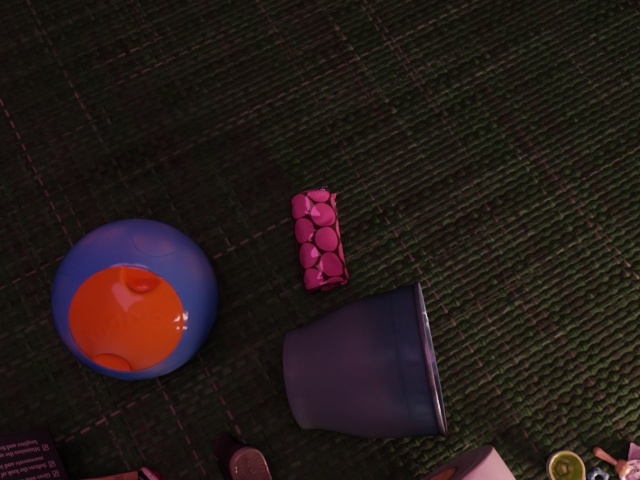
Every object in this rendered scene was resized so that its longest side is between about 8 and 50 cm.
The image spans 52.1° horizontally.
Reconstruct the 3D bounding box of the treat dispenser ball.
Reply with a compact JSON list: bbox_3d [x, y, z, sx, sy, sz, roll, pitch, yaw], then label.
[{"bbox_3d":[-0.328,0.104,1.173,0.289,0.288,0.287,1,72,-2],"label":"treat dispenser ball"}]

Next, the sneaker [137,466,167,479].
[{"bbox_3d":[-0.284,0.485,1.167,0.075,0.063,0.170,-39,75,-9],"label":"sneaker"}]

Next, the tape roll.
[{"bbox_3d":[0.195,0.456,1.079,0.286,0.286,0.100,-32,75,-11],"label":"tape roll"}]

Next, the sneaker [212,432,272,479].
[{"bbox_3d":[-0.128,0.456,1.183,0.083,0.118,0.221,-15,101,-26],"label":"sneaker"}]

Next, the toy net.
[{"bbox_3d":[0.536,0.443,1.217,0.233,0.045,0.122,-6,72,-4],"label":"toy net"}]

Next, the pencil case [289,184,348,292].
[{"bbox_3d":[0.000,0.000,1.324,0.098,0.095,0.209,-2,73,-24],"label":"pencil case"}]

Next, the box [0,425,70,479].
[{"bbox_3d":[-0.512,0.518,0.971,0.212,0.294,0.395,-44,65,20],"label":"box"}]

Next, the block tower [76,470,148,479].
[{"bbox_3d":[-0.344,0.569,1.099,0.091,0.097,0.335,-17,73,31],"label":"block tower"}]

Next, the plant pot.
[{"bbox_3d":[0.075,0.227,1.172,0.256,0.271,0.271,-10,72,10],"label":"plant pot"}]
